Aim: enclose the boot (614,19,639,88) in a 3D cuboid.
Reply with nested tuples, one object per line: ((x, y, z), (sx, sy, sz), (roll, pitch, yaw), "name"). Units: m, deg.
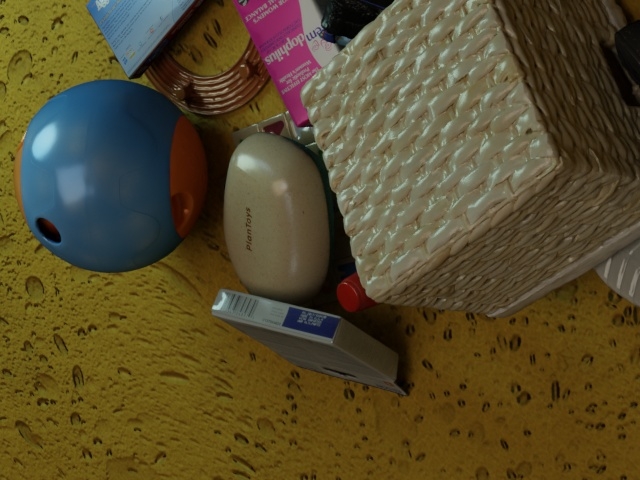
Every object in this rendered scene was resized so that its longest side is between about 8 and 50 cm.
((0.489, -0.159, 1.445), (0.222, 0.118, 0.338), (-35, 77, 3), "boot")

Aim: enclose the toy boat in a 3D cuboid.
((0.000, 0.000, 1.918), (0.318, 0.148, 0.268), (31, 131, 35), "toy boat")

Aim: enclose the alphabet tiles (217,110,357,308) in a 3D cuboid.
((-0.008, -0.051, 2.002), (0.342, 0.011, 0.285), (-17, 89, 41), "alphabet tiles")

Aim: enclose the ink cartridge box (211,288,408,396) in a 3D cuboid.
((-0.006, 0.143, 1.948), (0.223, 0.224, 0.045), (11, 73, 36), "ink cartridge box")

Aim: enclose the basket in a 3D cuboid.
((0.192, -0.121, 1.605), (0.331, 0.266, 0.328), (-39, 59, 39), "basket")

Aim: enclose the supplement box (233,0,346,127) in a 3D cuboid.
((-0.014, -0.273, 1.873), (0.111, 0.114, 0.220), (-31, 82, 26), "supplement box")

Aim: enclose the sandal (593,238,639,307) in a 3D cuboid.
((0.440, 0.027, 1.584), (0.416, 0.102, 0.169), (47, 115, 40), "sandal")

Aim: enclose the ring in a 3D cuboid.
((-0.185, -0.353, 2.061), (0.336, 0.032, 0.337), (11, 108, 37), "ring")

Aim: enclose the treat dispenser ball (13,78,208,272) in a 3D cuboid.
((-0.312, -0.096, 2.059), (0.288, 0.288, 0.288), (11, 108, 37), "treat dispenser ball")

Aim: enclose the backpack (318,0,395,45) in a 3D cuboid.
((0.101, -0.302, 1.761), (0.173, 0.158, 0.117), (17, 132, 6), "backpack")

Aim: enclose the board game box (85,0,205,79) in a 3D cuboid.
((-0.241, -0.381, 2.061), (0.281, 0.027, 0.145), (-41, 75, 38), "board game box")
